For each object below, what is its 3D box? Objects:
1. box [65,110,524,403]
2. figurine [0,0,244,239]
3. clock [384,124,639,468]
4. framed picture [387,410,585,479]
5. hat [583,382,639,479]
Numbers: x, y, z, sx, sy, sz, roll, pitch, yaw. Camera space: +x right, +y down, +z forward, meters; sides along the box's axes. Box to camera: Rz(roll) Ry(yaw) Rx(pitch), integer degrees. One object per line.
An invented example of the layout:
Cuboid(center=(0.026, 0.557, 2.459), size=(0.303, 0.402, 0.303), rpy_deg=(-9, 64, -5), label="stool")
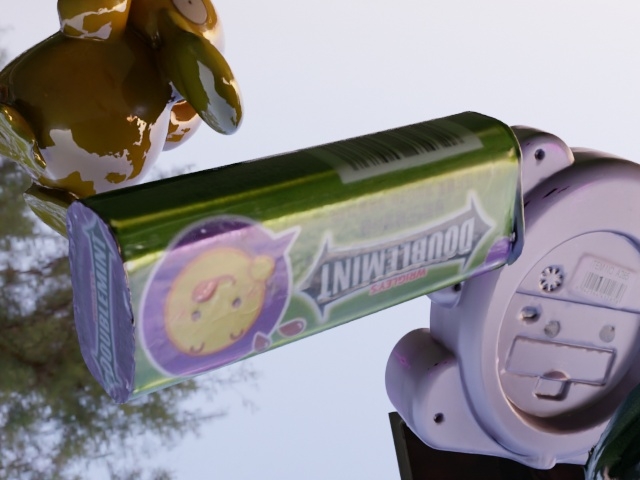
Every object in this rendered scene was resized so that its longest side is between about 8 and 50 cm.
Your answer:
Cuboid(center=(0.000, 0.000, 0.697), size=(0.345, 0.134, 0.097), rpy_deg=(-16, -152, -34), label="box")
Cuboid(center=(-0.174, -0.129, 0.819), size=(0.228, 0.215, 0.215), rpy_deg=(-31, -150, -9), label="figurine")
Cuboid(center=(0.237, 0.062, 0.962), size=(0.295, 0.322, 0.113), rpy_deg=(10, -167, -20), label="clock")
Cuboid(center=(0.245, 0.293, 1.249), size=(0.289, 0.020, 0.211), rpy_deg=(-13, -116, 9), label="framed picture")
Cuboid(center=(0.171, 0.092, 0.385), size=(0.138, 0.078, 0.191), rpy_deg=(-39, 174, 14), label="hat")
